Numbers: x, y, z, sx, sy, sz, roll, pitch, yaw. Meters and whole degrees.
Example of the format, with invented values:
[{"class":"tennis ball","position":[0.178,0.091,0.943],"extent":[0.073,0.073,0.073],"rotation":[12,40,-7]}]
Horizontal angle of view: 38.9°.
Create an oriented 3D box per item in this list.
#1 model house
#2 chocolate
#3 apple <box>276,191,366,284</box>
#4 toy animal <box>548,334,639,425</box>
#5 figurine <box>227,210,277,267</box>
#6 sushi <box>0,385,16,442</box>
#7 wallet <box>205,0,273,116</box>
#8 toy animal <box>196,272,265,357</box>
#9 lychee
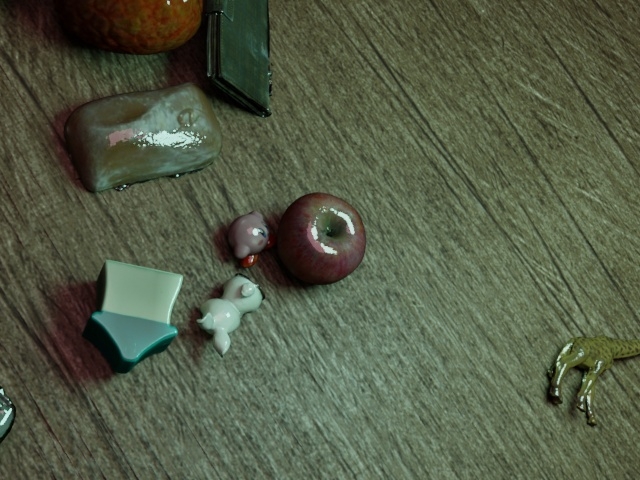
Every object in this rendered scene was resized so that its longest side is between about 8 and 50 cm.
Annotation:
[{"class":"model house","position":[-0.278,0.119,1.333],"extent":[0.127,0.100,0.149],"rotation":[13,62,-16]},{"class":"chocolate","position":[-0.280,-0.180,1.466],"extent":[0.261,0.083,0.161],"rotation":[-19,76,-27]},{"class":"apple","position":[0.000,0.000,1.485],"extent":[0.153,0.120,0.153],"rotation":[12,66,-27]},{"class":"toy animal","position":[0.514,0.223,1.643],"extent":[0.275,0.054,0.149],"rotation":[-33,86,-30]},{"class":"figurine","position":[-0.117,-0.006,1.469],"extent":[0.067,0.071,0.083],"rotation":[8,48,27]},{"class":"sushi","position":[-0.508,0.199,1.191],"extent":[0.225,0.127,0.124],"rotation":[46,59,-8]},{"class":"wallet","position":[-0.142,-0.387,1.587],"extent":[0.169,0.044,0.317],"rotation":[30,53,-56]},{"class":"toy animal","position":[-0.144,0.113,1.409],"extent":[0.124,0.085,0.071],"rotation":[-45,107,-25]},{"class":"lychee","position":[-0.286,-0.427,1.477],"extent":[0.300,0.255,0.255],"rotation":[-8,72,-8]}]
